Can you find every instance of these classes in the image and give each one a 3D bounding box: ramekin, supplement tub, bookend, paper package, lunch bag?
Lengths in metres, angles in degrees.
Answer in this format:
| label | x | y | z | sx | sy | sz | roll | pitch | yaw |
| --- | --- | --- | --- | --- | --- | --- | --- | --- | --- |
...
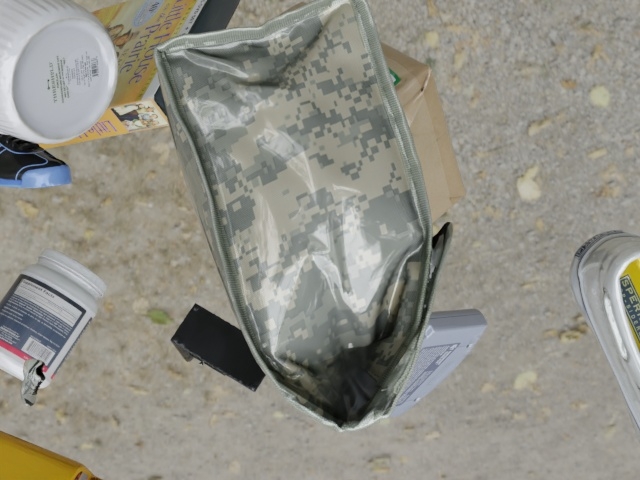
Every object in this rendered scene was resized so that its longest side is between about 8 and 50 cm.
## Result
| label | x | y | z | sx | sy | sz | roll | pitch | yaw |
| --- | --- | --- | --- | --- | --- | --- | --- | --- | --- |
| ramekin | -0.361 | -0.223 | 1.071 | 0.109 | 0.207 | 0.207 | 26 | 141 | 30 |
| supplement tub | -0.626 | 0.175 | 1.859 | 0.191 | 0.272 | 0.191 | 26 | 159 | 11 |
| bookend | -0.149 | 0.188 | 1.342 | 0.156 | 0.072 | 0.157 | 30 | 163 | 9 |
| paper package | 0.042 | -0.180 | 1.310 | 0.168 | 0.325 | 0.309 | -40 | 139 | -10 |
| lunch bag | 0.000 | 0.000 | 0.623 | 0.169 | 0.287 | 0.235 | -17 | 172 | -3 |

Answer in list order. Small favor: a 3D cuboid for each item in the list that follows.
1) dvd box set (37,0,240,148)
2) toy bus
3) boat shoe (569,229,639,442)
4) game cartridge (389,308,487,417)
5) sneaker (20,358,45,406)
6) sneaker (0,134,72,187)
| label | x | y | z | sx | sy | sz | roll | pitch | yaw |
| --- | --- | --- | --- | --- | --- | --- | --- | --- | --- |
| dvd box set | -0.358 | -0.285 | 1.368 | 0.420 | 0.307 | 0.062 | -4 | 140 | 32 |
| toy bus | -0.465 | 0.385 | 1.310 | 0.333 | 0.108 | 0.130 | 16 | 148 | 16 |
| boat shoe | 0.379 | 0.156 | 0.801 | 0.136 | 0.156 | 0.367 | -28 | 95 | 3 |
| game cartridge | 0.161 | 0.225 | 1.481 | 0.196 | 0.060 | 0.294 | 4 | 136 | -37 |
| sneaker | -0.501 | 0.249 | 1.448 | 0.037 | 0.083 | 0.032 | 0 | 175 | 12 |
| sneaker | -0.448 | -0.129 | 1.159 | 0.232 | 0.081 | 0.090 | 10 | 105 | 22 |
